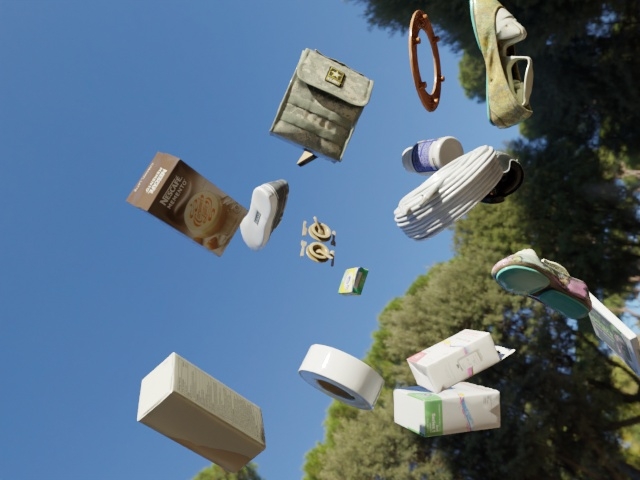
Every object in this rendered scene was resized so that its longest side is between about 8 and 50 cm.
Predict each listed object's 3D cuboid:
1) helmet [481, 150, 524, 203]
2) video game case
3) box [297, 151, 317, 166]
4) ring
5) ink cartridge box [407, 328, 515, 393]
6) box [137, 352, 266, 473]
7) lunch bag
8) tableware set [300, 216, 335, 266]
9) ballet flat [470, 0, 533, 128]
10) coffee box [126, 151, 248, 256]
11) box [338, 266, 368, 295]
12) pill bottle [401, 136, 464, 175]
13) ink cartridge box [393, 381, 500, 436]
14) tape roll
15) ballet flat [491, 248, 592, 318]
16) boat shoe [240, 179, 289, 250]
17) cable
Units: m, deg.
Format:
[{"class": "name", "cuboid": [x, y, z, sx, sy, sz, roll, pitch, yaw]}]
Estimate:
[{"class": "helmet", "cuboid": [0.552, -0.205, 1.769, 0.161, 0.169, 0.170, -37, -55, -40]}, {"class": "video game case", "cuboid": [0.740, 0.238, 1.398, 0.022, 0.190, 0.173, -31, -59, 5]}, {"class": "box", "cuboid": [0.014, -0.348, 1.901, 0.021, 0.164, 0.201, 44, -128, -21]}, {"class": "ring", "cuboid": [0.369, -0.609, 1.890, 0.336, 0.032, 0.337, 13, -104, -60]}, {"class": "ink cartridge box", "cuboid": [0.301, 0.247, 1.194, 0.198, 0.115, 0.067, -23, -90, -13]}, {"class": "box", "cuboid": [-0.289, 0.432, 1.382, 0.121, 0.148, 0.311, -41, -62, 12]}, {"class": "lunch bag", "cuboid": [0.007, -0.405, 1.661, 0.235, 0.169, 0.287, 23, -88, -8]}, {"class": "tableware set", "cuboid": [0.000, 0.000, 1.955, 0.194, 0.128, 0.039, -86, 18, -48]}, {"class": "ballet flat", "cuboid": [0.451, -0.452, 1.351, 0.123, 0.123, 0.349, -11, -88, -49]}, {"class": "coffee box", "cuboid": [-0.307, -0.080, 1.311, 0.246, 0.098, 0.141, 38, -102, -48]}, {"class": "box", "cuboid": [0.122, 0.161, 2.152, 0.043, 0.179, 0.105, 23, -104, -12]}, {"class": "pill bottle", "cuboid": [0.345, -0.260, 1.737, 0.111, 0.186, 0.112, -2, -87, -31]}, {"class": "ink cartridge box", "cuboid": [0.402, 0.534, 1.777, 0.278, 0.201, 0.117, 1, -95, -20]}, {"class": "tape roll", "cuboid": [0.071, 0.468, 1.891, 0.286, 0.286, 0.100, 53, -124, -42]}, {"class": "ballet flat", "cuboid": [0.361, 0.060, 0.913, 0.221, 0.077, 0.079, 24, -130, -24]}, {"class": "boat shoe", "cuboid": [-0.161, -0.076, 1.667, 0.102, 0.108, 0.301, -32, -20, -33]}, {"class": "cable", "cuboid": [0.274, -0.102, 1.188, 0.257, 0.257, 0.089, -37, -88, -3]}]
